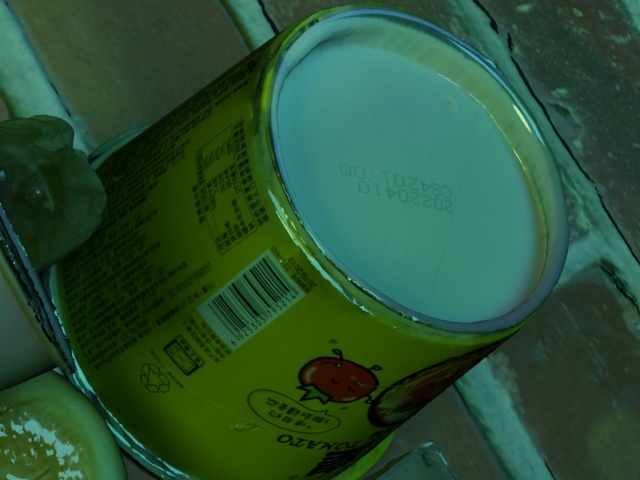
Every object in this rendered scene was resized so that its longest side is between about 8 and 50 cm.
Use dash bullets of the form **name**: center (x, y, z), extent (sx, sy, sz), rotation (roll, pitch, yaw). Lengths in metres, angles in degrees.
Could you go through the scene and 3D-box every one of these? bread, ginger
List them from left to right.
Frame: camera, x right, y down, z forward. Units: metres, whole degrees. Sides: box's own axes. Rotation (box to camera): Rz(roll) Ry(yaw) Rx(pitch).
- **ginger**: center (-0.260, -0.010, 0.954), extent (0.263, 0.109, 0.116), rotation (-11, 107, -30)
- **bread**: center (-0.221, 0.163, 0.901), extent (0.213, 0.105, 0.213), rotation (14, 59, -25)

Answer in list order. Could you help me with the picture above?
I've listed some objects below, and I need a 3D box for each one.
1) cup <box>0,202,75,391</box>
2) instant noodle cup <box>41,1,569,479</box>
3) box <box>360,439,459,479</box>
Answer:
- **cup**: center (-0.300, 0.045, 0.795), extent (0.288, 0.203, 0.203), rotation (-27, 82, -8)
- **instant noodle cup**: center (0.000, 0.000, 1.054), extent (0.326, 0.254, 0.325), rotation (17, 56, -27)
- **box**: center (-0.009, 0.310, 0.919), extent (0.297, 0.190, 0.225), rotation (-32, 87, -41)
